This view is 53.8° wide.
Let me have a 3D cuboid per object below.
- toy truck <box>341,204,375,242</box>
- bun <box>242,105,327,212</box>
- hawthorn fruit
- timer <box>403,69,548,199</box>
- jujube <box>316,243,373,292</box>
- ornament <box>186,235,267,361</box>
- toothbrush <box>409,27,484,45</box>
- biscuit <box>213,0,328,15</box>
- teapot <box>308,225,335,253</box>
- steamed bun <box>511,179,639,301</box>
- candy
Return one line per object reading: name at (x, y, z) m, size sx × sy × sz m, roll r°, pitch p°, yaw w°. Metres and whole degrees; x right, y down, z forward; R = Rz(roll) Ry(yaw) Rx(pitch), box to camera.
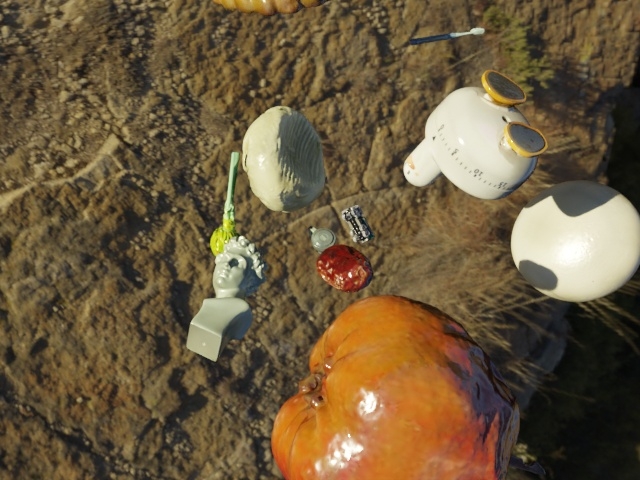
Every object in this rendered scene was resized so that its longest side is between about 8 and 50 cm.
toy truck at (0.083, -0.035, 1.352) m, size 0.044 × 0.039 × 0.083 m, roll -30°, pitch 92°, yaw -49°
bun at (-0.101, -0.187, 1.556) m, size 0.259 × 0.159 × 0.260 m, roll 23°, pitch 61°, yaw -51°
hawthorn fruit at (0.092, 0.168, 0.556) m, size 0.243 × 0.207 × 0.208 m, roll 24°, pitch 89°, yaw -13°
timer at (0.307, -0.183, 1.264) m, size 0.233 × 0.240 × 0.234 m, roll 17°, pitch 52°, yaw -23°
jujube at (0.043, 0.047, 1.060) m, size 0.077 × 0.129 × 0.078 m, roll -4°, pitch 101°, yaw -23°
ornament at (-0.190, 0.126, 1.332) m, size 0.120 × 0.130 × 0.285 m, roll 17°, pitch 50°, yaw -5°
toothbrush at (0.333, -0.537, 1.656) m, size 0.219 × 0.019 × 0.016 m, roll -15°, pitch 128°, yaw -15°
biscuit at (-0.089, -0.600, 1.400) m, size 0.325 × 0.325 × 0.107 m, roll -32°, pitch 138°, yaw -26°
teapot at (0.000, 0.000, 1.695) m, size 0.066 × 0.088 × 0.057 m, roll -39°, pitch 157°, yaw -23°
steamed bun at (0.652, -0.002, 1.620) m, size 0.206 × 0.324 × 0.325 m, roll 23°, pitch 90°, yaw -48°
candy at (-0.214, -0.079, 1.491) m, size 0.073 × 0.077 × 0.262 m, roll 9°, pitch 105°, yaw -3°
